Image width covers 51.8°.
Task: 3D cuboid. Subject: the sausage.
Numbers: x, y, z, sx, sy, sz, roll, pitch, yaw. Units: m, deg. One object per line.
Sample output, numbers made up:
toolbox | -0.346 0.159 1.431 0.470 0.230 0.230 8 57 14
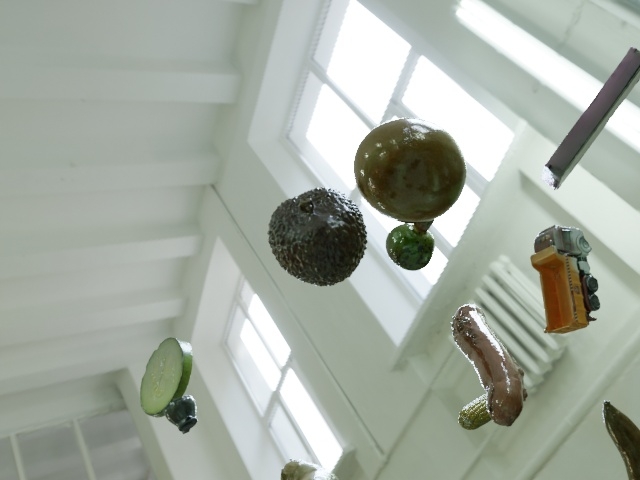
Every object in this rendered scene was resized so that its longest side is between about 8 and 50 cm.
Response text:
sausage | 0.272 0.191 1.082 0.078 0.304 0.078 -1 -68 -3

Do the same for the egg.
egg | 0.241 -0.188 1.773 0.351 0.282 0.282 15 -61 -49

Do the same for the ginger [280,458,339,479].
ginger | -0.017 0.599 1.527 0.152 0.267 0.138 11 -91 -11

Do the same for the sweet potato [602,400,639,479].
sweet potato | 0.705 0.516 1.463 0.079 0.108 0.346 -21 -74 -19

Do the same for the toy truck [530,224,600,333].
toy truck | 0.622 0.100 1.686 0.135 0.270 0.114 9 -23 -24

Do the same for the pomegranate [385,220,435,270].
pomegranate | 0.293 0.001 2.061 0.159 0.159 0.205 -2 -51 -38

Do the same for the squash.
squash | -0.422 0.378 1.804 0.041 0.219 0.219 27 -69 -35

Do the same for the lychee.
lychee | -0.003 -0.006 1.220 0.194 0.194 0.194 -22 -40 -19

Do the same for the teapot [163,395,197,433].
teapot | -0.287 0.368 1.372 0.066 0.057 0.088 -17 -34 -30

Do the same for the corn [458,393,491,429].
corn | 0.500 0.512 2.003 0.238 0.080 0.080 -8 -45 -44

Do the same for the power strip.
power strip | 0.485 -0.213 1.171 0.279 0.037 0.109 -54 -19 1
